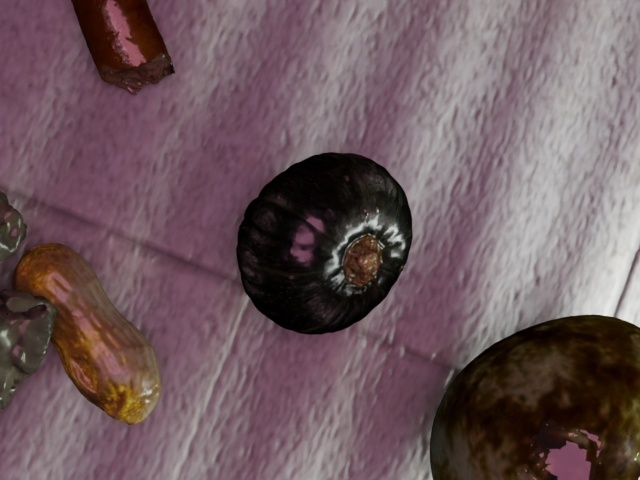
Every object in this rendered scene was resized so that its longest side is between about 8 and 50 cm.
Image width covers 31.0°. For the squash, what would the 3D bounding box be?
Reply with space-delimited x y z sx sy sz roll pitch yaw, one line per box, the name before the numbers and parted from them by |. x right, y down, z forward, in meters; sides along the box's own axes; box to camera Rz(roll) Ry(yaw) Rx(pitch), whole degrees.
squash | 0.004 0.001 1.175 0.193 0.156 0.193 -17 135 -19

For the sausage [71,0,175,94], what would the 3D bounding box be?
sausage | -0.213 -0.303 1.180 0.102 0.076 0.302 -7 92 -21

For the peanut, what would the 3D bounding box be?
peanut | -0.232 0.093 1.166 0.087 0.087 0.207 -35 94 -10

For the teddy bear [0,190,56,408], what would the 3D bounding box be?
teddy bear | -0.429 0.047 1.083 0.357 0.224 0.367 -28 121 3

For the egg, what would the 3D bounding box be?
egg | 0.248 0.201 1.184 0.289 0.238 0.238 -40 97 -13
